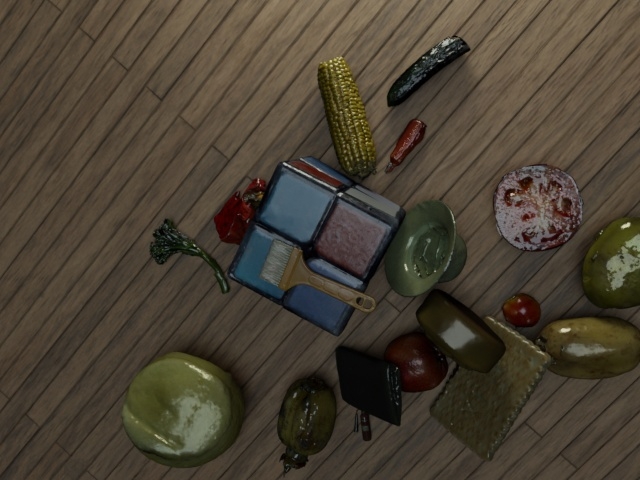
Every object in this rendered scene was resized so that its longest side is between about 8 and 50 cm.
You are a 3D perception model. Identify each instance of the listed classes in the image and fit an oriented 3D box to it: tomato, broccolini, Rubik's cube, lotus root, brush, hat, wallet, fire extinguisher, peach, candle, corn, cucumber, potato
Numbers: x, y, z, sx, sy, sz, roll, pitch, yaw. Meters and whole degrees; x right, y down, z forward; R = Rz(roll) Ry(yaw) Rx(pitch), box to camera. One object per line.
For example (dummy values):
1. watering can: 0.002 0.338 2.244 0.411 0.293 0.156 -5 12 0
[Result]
1. tomato: 0.537 -0.083 1.613 0.224 0.085 0.225 1 93 10
2. broccolini: -0.370 0.069 1.790 0.271 0.062 0.123 43 111 -1
3. Rubik's cube: 0.000 0.000 1.583 0.316 0.313 0.319 28 103 5
4. lotus root: -0.041 0.504 1.743 0.153 0.154 0.278 14 98 7
5. brush: -0.001 0.094 1.433 0.272 0.013 0.103 24 105 5
6. lotus root: 0.681 0.267 1.600 0.283 0.160 0.146 -5 57 5
7. hat: 0.291 0.037 1.628 0.130 0.257 0.257 21 101 -31
8. wallet: 0.123 0.373 1.680 0.052 0.245 0.169 -13 102 -33
9. fire extinguisher: 0.113 0.502 1.778 0.046 0.032 0.101 -3 97 43
10. peach: 0.521 0.185 1.657 0.098 0.061 0.098 0 90 6
11. candle: 0.217 -0.238 1.662 0.053 0.048 0.162 31 101 -13
12. corn: 0.068 -0.309 1.648 0.115 0.115 0.318 -15 92 10
13. cucumber: 0.259 -0.429 1.626 0.245 0.067 0.067 -36 90 12
14. potato: 0.742 0.055 1.564 0.196 0.148 0.229 2 99 -5

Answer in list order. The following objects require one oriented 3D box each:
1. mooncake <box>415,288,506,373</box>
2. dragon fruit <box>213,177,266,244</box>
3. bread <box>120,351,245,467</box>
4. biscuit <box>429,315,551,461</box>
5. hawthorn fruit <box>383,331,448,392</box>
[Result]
1. mooncake: 0.333 0.220 1.592 0.234 0.235 0.117 38 102 3
2. dragon fruit: -0.201 -0.080 1.748 0.092 0.122 0.192 27 98 -35
3. bread: -0.368 0.461 1.747 0.320 0.237 0.321 0 83 2
4. biscuit: 0.432 0.378 1.657 0.217 0.044 0.325 35 102 40
5. hawthorn fruit: 0.229 0.322 1.680 0.193 0.157 0.157 -17 94 25
